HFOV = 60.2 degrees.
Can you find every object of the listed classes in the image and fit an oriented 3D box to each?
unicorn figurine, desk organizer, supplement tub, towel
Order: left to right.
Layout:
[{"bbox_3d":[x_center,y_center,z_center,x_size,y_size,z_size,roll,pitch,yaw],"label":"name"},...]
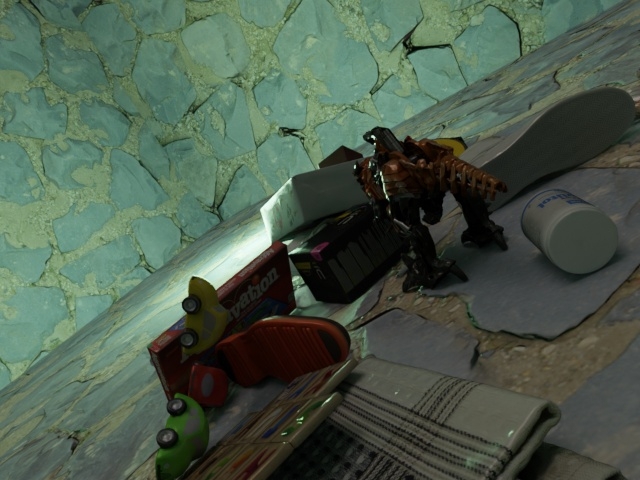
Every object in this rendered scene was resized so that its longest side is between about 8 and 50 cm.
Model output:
[{"bbox_3d":[0.000,0.207,0.397,0.312,0.056,0.324,-36,13,-19],"label":"towel"},{"bbox_3d":[0.044,-0.168,1.212,0.047,0.050,0.130,-15,-5,-27],"label":"desk organizer"},{"bbox_3d":[0.262,-0.013,0.591,0.071,0.071,0.107,-30,12,11],"label":"supplement tub"},{"bbox_3d":[0.519,-0.237,0.915,0.111,0.060,0.162,-24,30,33],"label":"unicorn figurine"}]

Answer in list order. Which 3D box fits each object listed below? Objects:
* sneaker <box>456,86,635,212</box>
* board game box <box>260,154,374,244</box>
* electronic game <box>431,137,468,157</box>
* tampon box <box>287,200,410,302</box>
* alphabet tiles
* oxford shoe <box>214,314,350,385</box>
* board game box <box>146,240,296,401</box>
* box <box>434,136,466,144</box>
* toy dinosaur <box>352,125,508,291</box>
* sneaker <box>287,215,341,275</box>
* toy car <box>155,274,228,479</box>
[{"bbox_3d":[0.342,-0.162,0.911,0.292,0.108,0.169,-30,15,14],"label":"sneaker"},{"bbox_3d":[0.014,-0.083,1.191,0.223,0.098,0.303,-16,-3,-18],"label":"board game box"},{"bbox_3d":[0.219,-0.158,1.227,0.229,0.048,0.229,-22,31,14],"label":"electronic game"},{"bbox_3d":[0.051,0.018,0.930,0.161,0.102,0.120,-37,13,-26],"label":"tampon box"},{"bbox_3d":[-0.113,0.232,0.513,0.342,0.011,0.285,-38,-1,-29],"label":"alphabet tiles"},{"bbox_3d":[-0.043,0.130,0.740,0.098,0.097,0.271,-34,10,-39],"label":"oxford shoe"},{"bbox_3d":[-0.140,0.132,0.875,0.027,0.145,0.281,19,43,32],"label":"board game box"},{"bbox_3d":[0.243,-0.182,1.391,0.220,0.051,0.175,-33,12,-5],"label":"box"},{"bbox_3d":[0.132,-0.057,0.743,0.164,0.219,0.322,-29,12,8],"label":"toy dinosaur"},{"bbox_3d":[0.000,0.000,1.084,0.232,0.091,0.115,-29,-14,20],"label":"sneaker"},{"bbox_3d":[-0.152,0.192,0.682,0.053,0.239,0.225,5,35,-2],"label":"toy car"}]
